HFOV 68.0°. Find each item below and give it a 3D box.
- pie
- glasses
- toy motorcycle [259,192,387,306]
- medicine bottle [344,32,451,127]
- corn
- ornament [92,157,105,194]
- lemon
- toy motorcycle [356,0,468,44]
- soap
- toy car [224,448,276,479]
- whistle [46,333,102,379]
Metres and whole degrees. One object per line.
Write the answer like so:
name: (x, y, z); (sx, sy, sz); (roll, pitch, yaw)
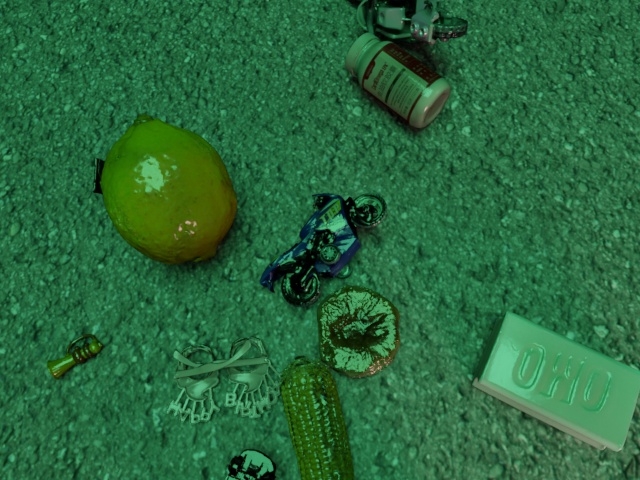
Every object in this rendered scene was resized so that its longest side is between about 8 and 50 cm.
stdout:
pie: (0.081, 0.186, 0.994); (0.195, 0.046, 0.195); (-1, 70, 2)
glasses: (-0.193, 0.283, 0.952); (0.255, 0.095, 0.162); (-9, 78, 2)
toy motorcycle: (0.000, 0.000, 1.038); (0.169, 0.113, 0.315); (39, 84, 26)
medicine bottle: (0.185, -0.392, 1.155); (0.250, 0.131, 0.131); (42, 77, 16)
corn: (0.001, 0.375, 0.898); (0.115, 0.115, 0.318); (-14, 75, -2)
ornament: (-0.428, -0.133, 1.128); (0.203, 0.088, 0.081); (10, 90, -5)
lemon: (-0.317, -0.101, 0.996); (0.268, 0.268, 0.322); (-20, 96, -4)
toy motorcycle: (0.211, -0.552, 1.180); (0.188, 0.143, 0.327); (-15, 41, -15)
soap: (0.452, 0.268, 0.920); (0.265, 0.087, 0.160); (25, 73, 12)
toy car: (-0.149, 0.492, 0.867); (0.089, 0.108, 0.210); (20, 68, 13)
whistle: (-0.523, 0.245, 1.019); (0.109, 0.057, 0.046); (-32, 116, -17)
